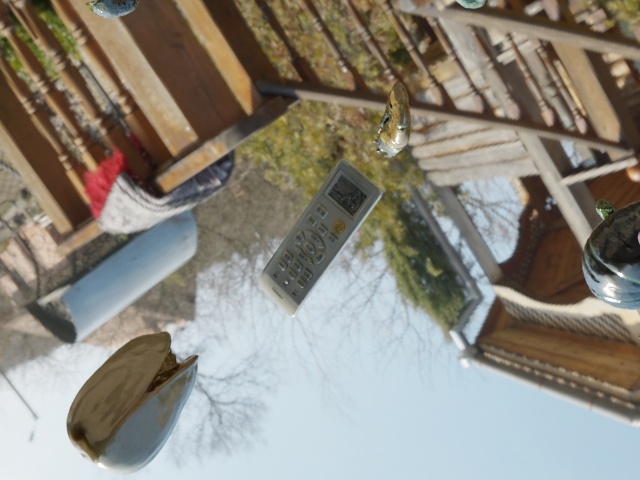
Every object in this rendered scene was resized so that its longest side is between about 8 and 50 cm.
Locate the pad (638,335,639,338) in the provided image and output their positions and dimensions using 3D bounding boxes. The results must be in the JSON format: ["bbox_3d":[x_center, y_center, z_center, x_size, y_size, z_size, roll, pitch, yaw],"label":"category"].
[{"bbox_3d":[0.604,0.136,1.067,0.243,0.163,0.004,-30,-137,51],"label":"pad"}]

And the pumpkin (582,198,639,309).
[{"bbox_3d":[0.638,0.005,1.522,0.248,0.248,0.248,-32,-170,6],"label":"pumpkin"}]

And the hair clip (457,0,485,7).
[{"bbox_3d":[0.108,-0.268,0.751,0.066,0.036,0.229,-5,-179,37],"label":"hair clip"}]

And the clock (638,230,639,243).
[{"bbox_3d":[0.604,0.020,1.246,0.110,0.153,0.050,-26,168,-27],"label":"clock"}]

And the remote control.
[{"bbox_3d":[0.000,0.000,1.437,0.313,0.109,0.055,-55,155,18],"label":"remote control"}]

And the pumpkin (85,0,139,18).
[{"bbox_3d":[-0.302,-0.341,1.107,0.083,0.028,0.050,-22,-160,-31],"label":"pumpkin"}]

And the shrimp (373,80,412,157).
[{"bbox_3d":[0.130,-0.208,1.333,0.051,0.115,0.217,7,170,-3],"label":"shrimp"}]

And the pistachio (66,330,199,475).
[{"bbox_3d":[-0.239,0.206,0.980,0.131,0.129,0.206,-32,-161,46],"label":"pistachio"}]
